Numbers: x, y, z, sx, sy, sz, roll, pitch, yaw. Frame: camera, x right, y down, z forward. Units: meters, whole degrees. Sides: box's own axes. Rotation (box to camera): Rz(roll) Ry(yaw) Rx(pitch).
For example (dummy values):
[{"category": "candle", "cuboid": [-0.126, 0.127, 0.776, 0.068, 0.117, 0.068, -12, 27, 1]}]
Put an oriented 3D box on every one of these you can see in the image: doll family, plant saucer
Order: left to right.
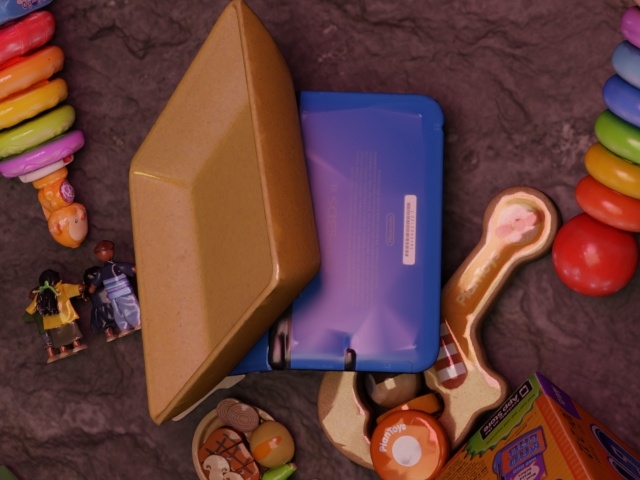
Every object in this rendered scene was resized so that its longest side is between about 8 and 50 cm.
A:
[{"category": "doll family", "cuboid": [-0.277, 0.069, 1.783, 0.193, 0.076, 0.111, -19, 87, 15]}, {"category": "plant saucer", "cuboid": [-0.096, -0.021, 1.560, 0.333, 0.081, 0.333, -50, 41, 50]}]

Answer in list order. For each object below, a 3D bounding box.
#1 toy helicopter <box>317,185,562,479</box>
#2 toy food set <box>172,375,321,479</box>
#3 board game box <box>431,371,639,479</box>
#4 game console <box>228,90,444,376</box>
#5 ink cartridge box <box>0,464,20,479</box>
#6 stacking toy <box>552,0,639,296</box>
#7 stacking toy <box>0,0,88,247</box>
[{"category": "toy helicopter", "cuboid": [0.122, 0.083, 1.638, 0.235, 0.140, 0.355, 38, 97, 20]}, {"category": "toy food set", "cuboid": [-0.092, 0.247, 1.758, 0.132, 0.038, 0.192, -38, 84, 19]}, {"category": "board game box", "cuboid": [0.242, 0.415, 1.425, 0.356, 0.356, 0.356, 39, 101, -13]}, {"category": "game console", "cuboid": [0.000, 0.000, 1.631, 0.250, 0.173, 0.293, 2, 81, 0]}, {"category": "ink cartridge box", "cuboid": [-0.363, 0.452, 1.834, 0.289, 0.121, 0.211, 41, 108, 9]}, {"category": "stacking toy", "cuboid": [0.319, -0.096, 1.531, 0.141, 0.141, 0.330, 26, 110, 14]}, {"category": "stacking toy", "cuboid": [-0.338, -0.129, 1.745, 0.165, 0.175, 0.302, -18, 103, 23]}]
